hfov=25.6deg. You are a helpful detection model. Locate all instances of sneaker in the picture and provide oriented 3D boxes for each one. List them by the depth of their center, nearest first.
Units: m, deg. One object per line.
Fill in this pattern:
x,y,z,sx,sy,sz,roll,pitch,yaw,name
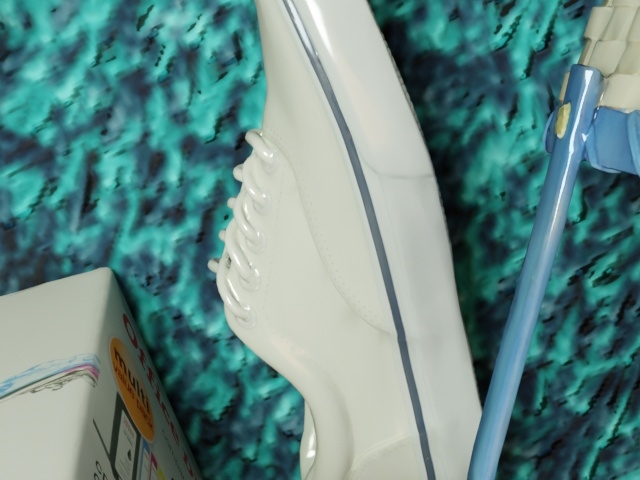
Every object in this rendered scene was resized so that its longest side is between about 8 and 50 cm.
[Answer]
0.000,0.000,0.544,0.091,0.094,0.258,-16,112,-1,sneaker

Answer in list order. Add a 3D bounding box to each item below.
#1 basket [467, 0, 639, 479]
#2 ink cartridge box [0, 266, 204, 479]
0.193,-0.009,0.491,0.255,0.201,0.289,6,102,-6,basket
-0.132,0.146,0.522,0.168,0.232,0.171,-18,112,3,ink cartridge box
